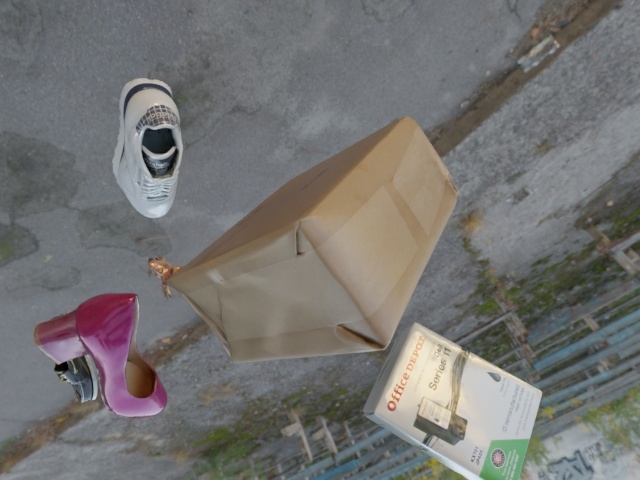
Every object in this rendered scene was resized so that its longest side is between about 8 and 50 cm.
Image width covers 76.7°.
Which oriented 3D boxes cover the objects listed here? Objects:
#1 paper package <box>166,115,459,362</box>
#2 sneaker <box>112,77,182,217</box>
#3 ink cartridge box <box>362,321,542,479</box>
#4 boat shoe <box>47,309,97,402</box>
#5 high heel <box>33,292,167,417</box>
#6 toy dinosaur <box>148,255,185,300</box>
[{"bbox_3d":[0.000,0.000,0.596,0.309,0.168,0.325,-21,-160,42],"label":"paper package"},{"bbox_3d":[-0.241,-0.104,0.578,0.090,0.095,0.235,-18,149,-30],"label":"sneaker"},{"bbox_3d":[0.189,0.240,0.597,0.153,0.208,0.087,-59,171,-24],"label":"ink cartridge box"},{"bbox_3d":[-0.559,0.270,0.903,0.068,0.081,0.228,-24,117,-50],"label":"boat shoe"},{"bbox_3d":[-0.360,0.246,0.812,0.181,0.127,0.377,-20,139,1],"label":"high heel"},{"bbox_3d":[-0.424,0.151,1.360,0.200,0.295,0.127,-29,139,-55],"label":"toy dinosaur"}]
